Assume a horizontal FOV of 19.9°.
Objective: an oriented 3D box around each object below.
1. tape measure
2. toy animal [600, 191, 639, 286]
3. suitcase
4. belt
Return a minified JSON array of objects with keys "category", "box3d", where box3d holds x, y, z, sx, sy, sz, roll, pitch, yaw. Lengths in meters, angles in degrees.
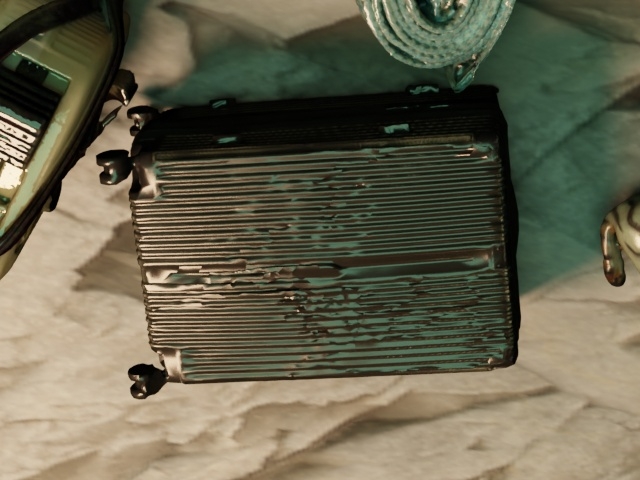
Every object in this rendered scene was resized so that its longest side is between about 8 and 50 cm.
[{"category":"tape measure","box3d":[-0.236,-0.099,1.473,0.133,0.271,0.231,28,114,-5]},{"category":"toy animal","box3d":[0.363,-0.017,1.539,0.255,0.090,0.170,-43,96,17]},{"category":"suitcase","box3d":[0.000,0.000,1.550,0.335,0.152,0.229,-3,113,8]},{"category":"belt","box3d":[0.091,-0.227,1.485,0.148,0.082,0.163,25,110,-15]}]
